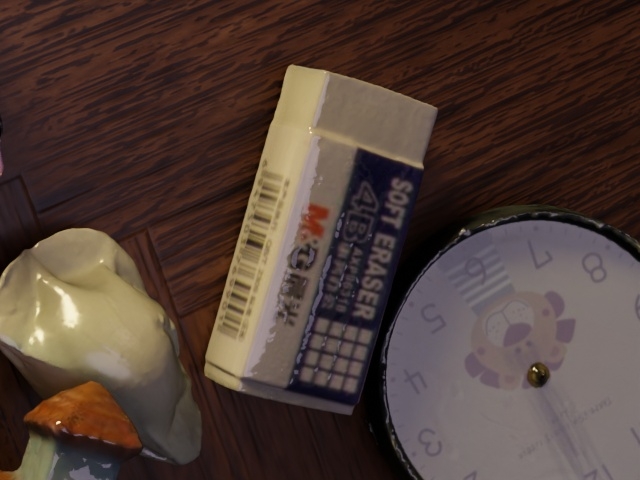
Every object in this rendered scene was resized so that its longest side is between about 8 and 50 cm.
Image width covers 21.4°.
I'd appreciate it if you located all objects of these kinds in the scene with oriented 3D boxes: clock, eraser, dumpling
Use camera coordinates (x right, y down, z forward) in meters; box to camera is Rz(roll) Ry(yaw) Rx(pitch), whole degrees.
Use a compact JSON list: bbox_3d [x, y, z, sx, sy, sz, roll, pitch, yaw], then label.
[{"bbox_3d":[0.193,0.121,1.516,0.312,0.061,0.313,0,89,-7],"label":"clock"},{"bbox_3d":[0.000,0.000,1.444,0.124,0.081,0.279,15,91,-29],"label":"eraser"},{"bbox_3d":[-0.169,0.081,1.361,0.229,0.124,0.151,49,39,-30],"label":"dumpling"}]

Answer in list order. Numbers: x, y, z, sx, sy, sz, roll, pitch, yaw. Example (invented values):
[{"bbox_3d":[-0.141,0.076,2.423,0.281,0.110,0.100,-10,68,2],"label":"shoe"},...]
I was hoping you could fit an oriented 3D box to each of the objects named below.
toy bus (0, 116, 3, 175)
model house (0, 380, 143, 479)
[{"bbox_3d":[-0.287,-0.141,1.267,0.063,0.090,0.203,-13,104,-26],"label":"toy bus"},{"bbox_3d":[-0.274,0.251,1.266,0.295,0.251,0.329,17,83,-28],"label":"model house"}]
